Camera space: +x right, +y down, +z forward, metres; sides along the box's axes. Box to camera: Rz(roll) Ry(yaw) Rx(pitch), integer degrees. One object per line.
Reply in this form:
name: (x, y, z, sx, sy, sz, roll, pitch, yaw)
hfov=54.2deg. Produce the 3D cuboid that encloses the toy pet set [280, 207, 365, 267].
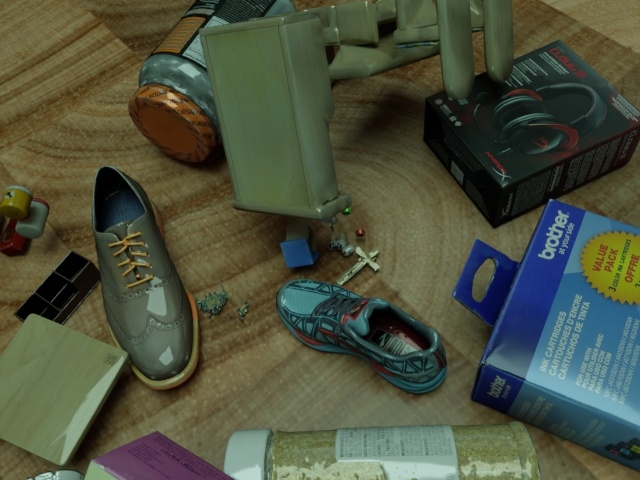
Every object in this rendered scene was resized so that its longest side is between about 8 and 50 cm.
toy pet set: (0.000, 0.000, 0.934, 0.114, 0.122, 0.065, -10, 62, 18)

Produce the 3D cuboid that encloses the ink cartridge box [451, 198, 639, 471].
ink cartridge box: (0.369, 0.124, 0.798, 0.396, 0.151, 0.269, 20, 62, 19)

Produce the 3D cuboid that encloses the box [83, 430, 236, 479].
box: (-0.161, 0.369, 0.652, 0.214, 0.117, 0.242, 24, 96, 19)

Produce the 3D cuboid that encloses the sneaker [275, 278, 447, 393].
sneaker: (0.055, 0.104, 0.853, 0.262, 0.125, 0.104, 22, 62, 18)

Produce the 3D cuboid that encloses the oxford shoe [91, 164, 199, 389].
oxford shoe: (-0.277, 0.046, 0.919, 0.130, 0.132, 0.363, -23, 59, -9)

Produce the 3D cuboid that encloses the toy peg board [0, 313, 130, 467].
toy peg board: (-0.364, 0.210, 0.863, 0.161, 0.079, 0.161, 19, 63, 11)

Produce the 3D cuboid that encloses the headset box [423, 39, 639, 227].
headset box: (0.348, -0.184, 1.011, 0.294, 0.110, 0.218, -24, 58, -9)

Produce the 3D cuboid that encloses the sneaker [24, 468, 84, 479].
sneaker: (-0.396, 0.358, 0.770, 0.209, 0.081, 0.094, -18, 60, -6)

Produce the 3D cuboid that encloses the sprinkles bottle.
sprinkles bottle: (0.069, 0.281, 0.744, 0.356, 0.121, 0.121, -3, 58, 4)

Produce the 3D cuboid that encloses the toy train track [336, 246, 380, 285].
toy train track: (0.058, 0.041, 0.959, 0.083, 0.014, 0.048, -40, 70, -12)

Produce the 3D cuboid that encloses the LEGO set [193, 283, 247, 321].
LEGO set: (-0.151, 0.099, 0.943, 0.083, 0.023, 0.054, 34, 69, 9)

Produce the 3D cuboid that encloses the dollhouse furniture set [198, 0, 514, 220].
dollhouse furniture set: (0.044, -0.221, 0.943, 0.362, 0.256, 0.394, 9, 27, 39)

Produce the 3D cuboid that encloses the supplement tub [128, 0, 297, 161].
supplement tub: (-0.182, -0.301, 1.090, 0.194, 0.193, 0.315, 21, 63, 18)

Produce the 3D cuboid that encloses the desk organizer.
desk organizer: (-0.399, 0.082, 0.958, 0.047, 0.050, 0.130, 25, 64, 20)

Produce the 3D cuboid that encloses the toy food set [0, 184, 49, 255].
toy food set: (-0.518, -0.049, 1.007, 0.232, 0.111, 0.104, -20, 52, 31)
